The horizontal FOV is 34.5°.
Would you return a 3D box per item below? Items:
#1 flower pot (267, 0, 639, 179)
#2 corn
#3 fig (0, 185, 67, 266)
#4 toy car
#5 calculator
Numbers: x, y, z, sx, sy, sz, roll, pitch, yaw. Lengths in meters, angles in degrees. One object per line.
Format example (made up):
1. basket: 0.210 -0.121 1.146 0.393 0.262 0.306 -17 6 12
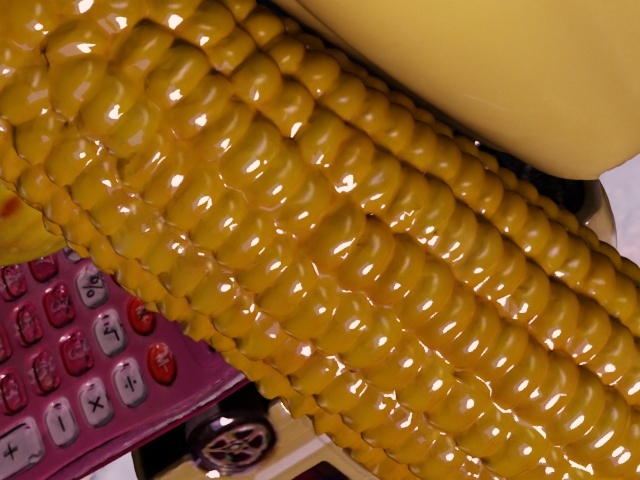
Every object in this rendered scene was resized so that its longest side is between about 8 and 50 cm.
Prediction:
1. flower pot: 0.075 -0.125 0.374 0.195 0.195 0.179 -40 132 12
2. corn: 0.000 0.000 0.361 0.363 0.120 0.120 34 109 -9
3. fig: -0.156 -0.020 0.437 0.166 0.093 0.093 -27 122 12
4. toy car: 0.031 0.049 0.509 0.256 0.101 0.124 -32 130 9
5. calculator: -0.092 0.031 0.465 0.190 0.126 0.034 -31 156 9
